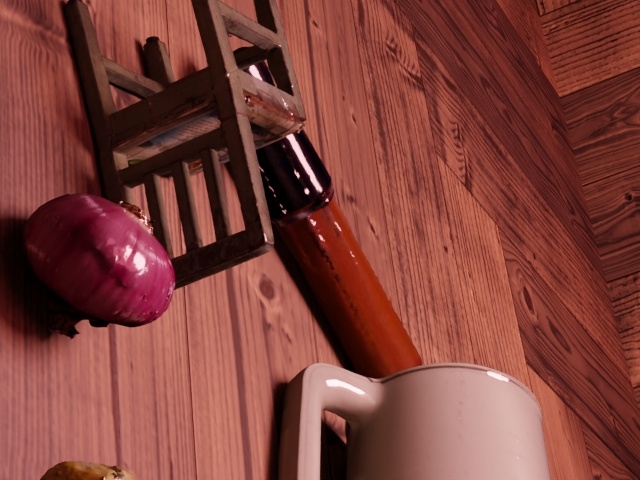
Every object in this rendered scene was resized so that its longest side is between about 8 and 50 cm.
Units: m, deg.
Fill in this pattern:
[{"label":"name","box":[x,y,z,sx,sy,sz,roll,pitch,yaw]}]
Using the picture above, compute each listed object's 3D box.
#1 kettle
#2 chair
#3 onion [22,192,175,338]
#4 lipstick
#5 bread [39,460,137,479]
[{"label":"kettle","box":[0.090,0.281,1.241,0.318,0.265,0.205,-88,-178,-45]},{"label":"chair","box":[-0.095,-0.086,1.145,0.147,0.136,0.270,20,50,-62]},{"label":"onion","box":[-0.155,0.020,0.965,0.104,0.115,0.115,-61,147,-4]},{"label":"lipstick","box":[0.000,0.000,1.395,0.418,0.077,0.077,62,21,-23]},{"label":"bread","box":[-0.136,0.212,0.860,0.117,0.064,0.156,16,54,-71]}]
